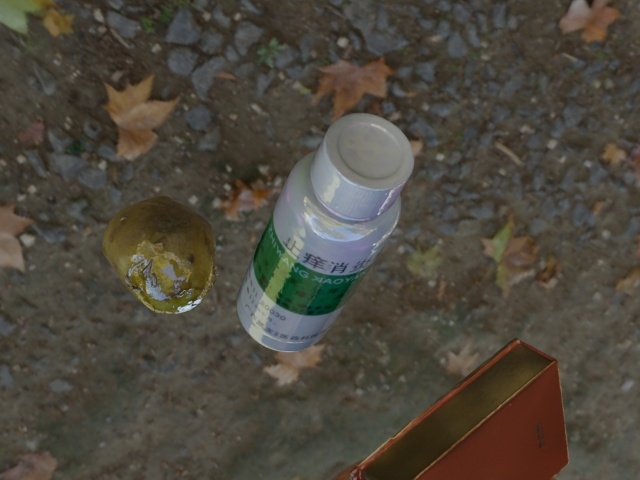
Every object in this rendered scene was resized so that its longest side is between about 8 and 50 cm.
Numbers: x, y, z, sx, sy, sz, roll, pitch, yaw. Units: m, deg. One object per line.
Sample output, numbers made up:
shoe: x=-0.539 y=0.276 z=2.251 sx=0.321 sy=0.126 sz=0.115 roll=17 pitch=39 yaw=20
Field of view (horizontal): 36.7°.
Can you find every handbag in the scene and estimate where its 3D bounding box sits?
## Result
handbag: x=0.116 y=0.182 z=0.770 sx=0.190 sy=0.063 sz=0.127 roll=-33 pitch=129 yaw=-24

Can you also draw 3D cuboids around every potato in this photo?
potato: x=-0.202 y=0.012 z=1.224 sx=0.137 sy=0.176 sz=0.137 roll=-31 pitch=147 yaw=-22

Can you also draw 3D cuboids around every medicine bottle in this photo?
medicine bottle: x=0.000 y=0.000 z=0.785 sx=0.095 sy=0.095 sz=0.260 roll=-16 pitch=155 yaw=-26

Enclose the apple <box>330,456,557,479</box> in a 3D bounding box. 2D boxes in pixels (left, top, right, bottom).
apple: x=0.163 y=0.425 z=1.097 sx=0.346 sy=0.391 sz=0.391 roll=30 pitch=98 yaw=-46
